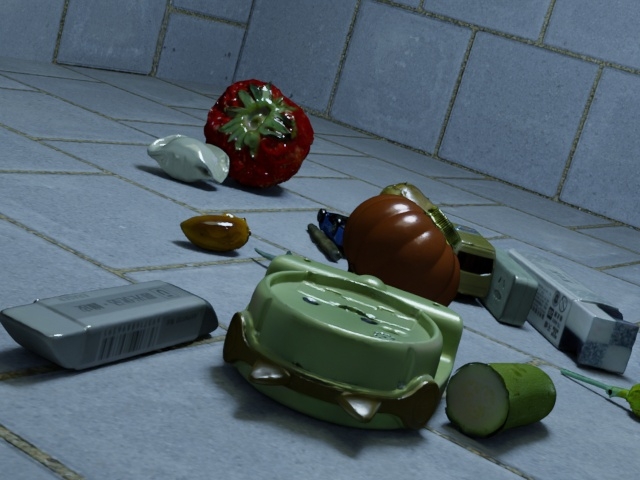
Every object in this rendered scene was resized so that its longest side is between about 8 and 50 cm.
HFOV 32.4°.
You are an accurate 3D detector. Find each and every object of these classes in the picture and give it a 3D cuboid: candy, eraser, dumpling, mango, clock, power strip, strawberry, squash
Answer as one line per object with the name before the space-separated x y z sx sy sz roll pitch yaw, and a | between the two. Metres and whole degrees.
candy | 0.447 0.226 1.687 0.058 0.062 0.194 -44 35 -23
eraser | 0.440 0.119 2.007 0.096 0.098 0.404 13 13 -15
dumpling | -0.285 -0.191 2.429 0.169 0.100 0.134 4 35 20
eraser | -0.242 0.099 1.333 0.089 0.061 0.352 21 14 24
mango | -0.180 -0.014 1.909 0.127 0.063 0.077 3 22 -29
clock | 0.027 0.130 1.388 0.286 0.117 0.348 19 13 7
power strip | 0.336 0.074 2.091 0.053 0.093 0.288 15 12 -12
strawberry | -0.141 -0.230 2.575 0.257 0.257 0.277 19 -15 13
squash | 0.245 0.201 1.436 0.095 0.095 0.188 24 11 34

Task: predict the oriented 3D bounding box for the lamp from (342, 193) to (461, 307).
lamp | 0.131 0.029 1.798 0.223 0.196 0.223 53 0 1

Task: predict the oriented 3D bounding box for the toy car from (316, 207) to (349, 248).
toy car | 0.052 -0.015 2.208 0.103 0.063 0.216 14 6 -16

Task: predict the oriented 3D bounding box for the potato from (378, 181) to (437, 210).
potato | 0.195 -0.045 2.389 0.137 0.137 0.176 1 41 -50

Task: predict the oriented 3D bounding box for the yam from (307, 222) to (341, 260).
yam | 0.002 0.000 2.171 0.027 0.029 0.234 40 2 -20

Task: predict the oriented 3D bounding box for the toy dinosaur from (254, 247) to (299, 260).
toy dinosaur | -0.035 0.052 1.870 0.106 0.044 0.187 24 -6 -27

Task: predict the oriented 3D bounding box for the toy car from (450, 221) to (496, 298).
toy car | 0.257 0.025 2.137 0.101 0.124 0.257 14 13 -13
